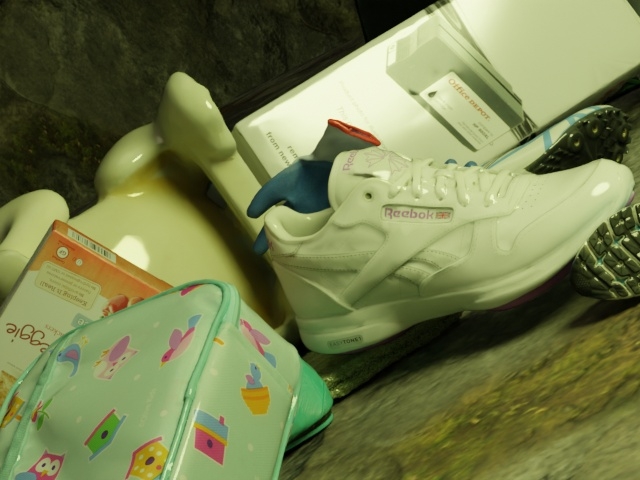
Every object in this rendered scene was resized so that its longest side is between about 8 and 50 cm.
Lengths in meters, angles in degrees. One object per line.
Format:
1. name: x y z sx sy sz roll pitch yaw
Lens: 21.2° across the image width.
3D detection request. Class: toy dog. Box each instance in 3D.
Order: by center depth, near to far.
1. toy dog: -0.235 0.078 1.565 0.408 0.284 0.395 -35 11 -16

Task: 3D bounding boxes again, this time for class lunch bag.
1. lunch bag: -0.142 0.166 1.143 0.224 0.108 0.279 -19 35 32

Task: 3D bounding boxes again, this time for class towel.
1. towel: 0.044 0.087 1.431 0.148 0.027 0.110 -31 11 -13

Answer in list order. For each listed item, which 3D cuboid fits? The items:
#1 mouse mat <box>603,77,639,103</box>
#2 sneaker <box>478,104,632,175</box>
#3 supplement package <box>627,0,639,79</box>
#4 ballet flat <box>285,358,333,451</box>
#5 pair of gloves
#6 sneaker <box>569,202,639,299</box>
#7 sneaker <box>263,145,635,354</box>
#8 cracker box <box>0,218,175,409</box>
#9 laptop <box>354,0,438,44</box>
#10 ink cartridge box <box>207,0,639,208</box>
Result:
1. mouse mat: 0.380 -0.206 1.951 0.153 0.007 0.189 -26 12 22
2. sneaker: 0.179 -0.053 1.538 0.237 0.085 0.086 -35 35 -17
3. supplement package: 0.321 -0.309 1.693 0.145 0.204 0.262 -50 -2 -16
4. ballet flat: -0.099 0.162 1.301 0.247 0.087 0.083 -36 13 -28
5. pair of gloves: 0.045 -0.021 1.423 0.159 0.198 0.023 -55 27 36
6. sneaker: 0.246 0.000 1.254 0.162 0.063 0.073 -31 -9 -22
7. sneaker: 0.089 -0.013 1.321 0.305 0.152 0.114 -21 14 25
8. cracker box: -0.200 0.123 1.338 0.232 0.156 0.067 -59 11 4
9. laptop: 0.104 -0.336 2.450 0.382 0.236 0.408 -38 -2 -40
10. ink cartridge box: 0.099 -0.115 1.703 0.395 0.166 0.285 -33 -4 -15
